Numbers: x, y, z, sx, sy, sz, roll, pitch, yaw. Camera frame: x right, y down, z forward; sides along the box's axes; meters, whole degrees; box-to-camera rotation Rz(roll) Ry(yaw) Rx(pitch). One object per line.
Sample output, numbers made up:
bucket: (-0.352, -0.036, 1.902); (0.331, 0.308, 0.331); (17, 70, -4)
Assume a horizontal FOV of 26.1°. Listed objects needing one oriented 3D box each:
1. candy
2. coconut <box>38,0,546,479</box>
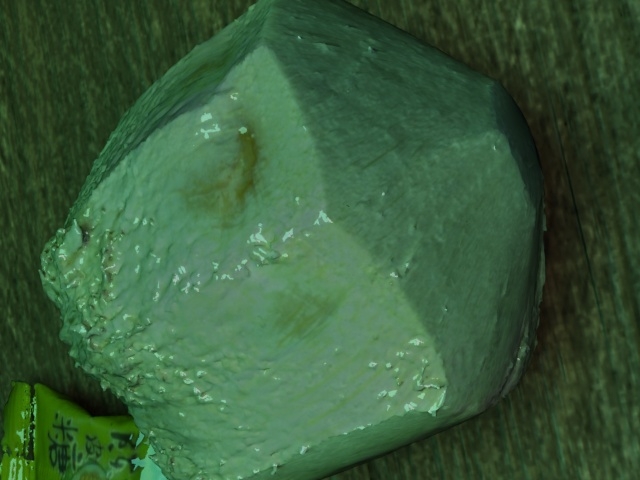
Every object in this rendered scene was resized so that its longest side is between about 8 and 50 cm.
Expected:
candy: (-0.151, 0.210, 1.100); (0.297, 0.081, 0.187); (-1, 87, 32)
coconut: (0.000, 0.000, 0.896); (0.309, 0.297, 0.297); (-33, 73, 30)
